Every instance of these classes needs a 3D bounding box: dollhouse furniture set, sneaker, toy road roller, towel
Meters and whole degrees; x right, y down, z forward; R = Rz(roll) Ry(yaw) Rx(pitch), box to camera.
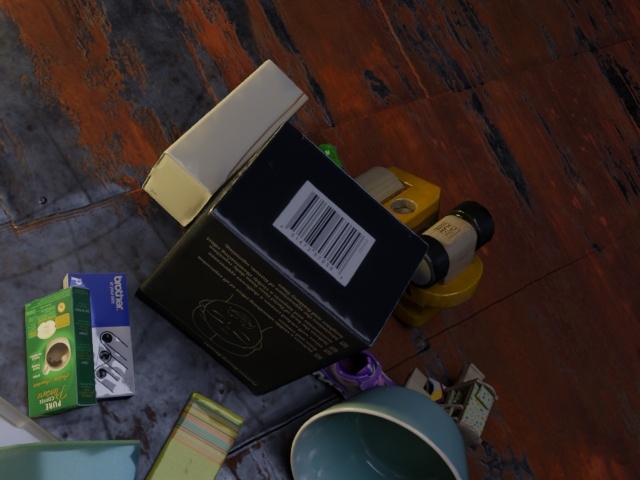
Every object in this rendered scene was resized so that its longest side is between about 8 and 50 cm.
[{"bbox_3d":[0.246,0.265,1.394,0.161,0.101,0.182,44,49,-11],"label":"dollhouse furniture set"},{"bbox_3d":[0.196,0.350,1.430,0.084,0.069,0.185,41,48,-6],"label":"sneaker"},{"bbox_3d":[0.168,0.023,1.499,0.329,0.240,0.202,32,49,32],"label":"toy road roller"},{"bbox_3d":[-0.221,0.373,1.221,0.102,0.021,0.237,32,59,-7],"label":"towel"},{"bbox_3d":[0.084,0.258,1.382,0.236,0.104,0.095,39,56,-10],"label":"sneaker"}]

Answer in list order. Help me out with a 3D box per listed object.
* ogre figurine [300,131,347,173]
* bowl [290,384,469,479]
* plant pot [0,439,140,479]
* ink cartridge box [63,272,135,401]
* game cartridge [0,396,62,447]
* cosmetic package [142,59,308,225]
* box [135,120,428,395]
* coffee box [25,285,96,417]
[{"bbox_3d":[-0.043,-0.145,1.475,0.097,0.197,0.118,56,30,-44],"label":"ogre figurine"},{"bbox_3d":[0.121,0.371,1.269,0.311,0.311,0.163,50,36,-2],"label":"bowl"},{"bbox_3d":[-0.377,0.354,1.001,0.234,0.165,0.165,9,66,-18],"label":"plant pot"},{"bbox_3d":[-0.362,0.156,1.215,0.097,0.046,0.207,0,70,-29],"label":"ink cartridge box"},{"bbox_3d":[-0.479,0.393,1.052,0.196,0.060,0.294,42,56,-12],"label":"game cartridge"},{"bbox_3d":[-0.174,-0.185,1.390,0.113,0.160,0.309,43,57,-7],"label":"cosmetic package"},{"bbox_3d":[-0.077,0.051,1.202,0.293,0.395,0.212,41,56,-9],"label":"box"},{"bbox_3d":[-0.402,0.173,1.149,0.040,0.113,0.184,20,55,-57],"label":"coffee box"}]
